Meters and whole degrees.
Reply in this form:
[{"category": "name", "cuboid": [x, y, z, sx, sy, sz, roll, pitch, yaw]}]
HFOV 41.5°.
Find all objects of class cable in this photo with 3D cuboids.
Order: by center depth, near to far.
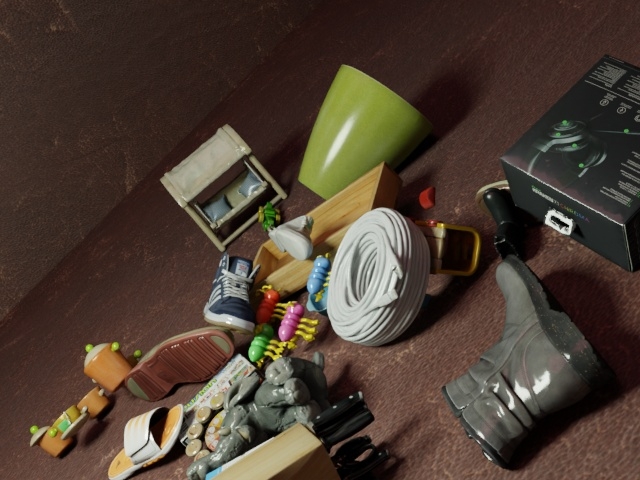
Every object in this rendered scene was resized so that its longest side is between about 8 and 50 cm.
[{"category": "cable", "cuboid": [0.103, 0.066, 1.562, 0.257, 0.089, 0.257, -51, 31, 43]}]

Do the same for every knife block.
[{"category": "knife block", "cuboid": [-0.038, 0.328, 1.248, 0.088, 0.275, 0.242, 21, 92, 64]}]

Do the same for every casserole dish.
[{"category": "casserole dish", "cuboid": [0.055, 0.094, 1.767, 0.188, 0.037, 0.114, -38, 23, 1]}]

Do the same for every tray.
[{"category": "tray", "cuboid": [0.000, 0.000, 1.913, 0.410, 0.076, 0.203, -34, 23, 33]}]

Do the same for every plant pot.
[{"category": "plant pot", "cuboid": [0.082, -0.231, 2.073, 0.294, 0.274, 0.275, -55, 24, 3]}]

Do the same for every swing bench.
[{"category": "swing bench", "cuboid": [-0.280, -0.155, 2.427, 0.253, 0.255, 0.165, -41, 24, -3]}]

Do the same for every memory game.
[{"category": "memory game", "cuboid": [-0.183, 0.358, 1.625, 0.186, 0.012, 0.186, -21, 40, 19]}]

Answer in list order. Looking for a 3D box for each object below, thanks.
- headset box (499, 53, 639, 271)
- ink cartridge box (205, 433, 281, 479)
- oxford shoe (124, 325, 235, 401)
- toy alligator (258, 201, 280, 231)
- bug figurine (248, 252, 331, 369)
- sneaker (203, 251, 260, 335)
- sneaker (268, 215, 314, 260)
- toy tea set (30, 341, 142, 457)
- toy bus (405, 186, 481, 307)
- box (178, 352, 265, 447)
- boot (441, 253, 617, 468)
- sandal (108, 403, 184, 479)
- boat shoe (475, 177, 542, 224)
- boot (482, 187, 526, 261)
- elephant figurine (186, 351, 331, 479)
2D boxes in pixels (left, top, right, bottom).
[{"category": "headset box", "cuboid": [0.463, -0.121, 1.330, 0.283, 0.131, 0.246, -44, 49, -11]}, {"category": "ink cartridge box", "cuboid": [-0.087, 0.390, 1.361, 0.180, 0.104, 0.060, -32, 24, 17]}, {"category": "oxford shoe", "cuboid": [-0.308, 0.248, 1.903, 0.348, 0.123, 0.130, -26, 22, 36]}, {"category": "toy alligator", "cuboid": [-0.140, -0.046, 2.291, 0.190, 0.056, 0.051, -102, 23, -63]}, {"category": "bug figurine", "cuboid": [-0.070, 0.145, 1.744, 0.279, 0.072, 0.216, -34, 28, 44]}, {"category": "sneaker", "cuboid": [-0.181, 0.111, 1.808, 0.153, 0.099, 0.282, -68, 15, -4]}, {"category": "sneaker", "cuboid": [-0.047, -0.017, 1.833, 0.094, 0.080, 0.212, -37, 17, -10]}, {"category": "toy tea set", "cuboid": [-0.574, 0.367, 2.021, 0.336, 0.124, 0.200, -46, -4, -12]}, {"category": "toy bus", "cuboid": [0.219, 0.013, 1.582, 0.191, 0.104, 0.202, 118, 151, -44]}, {"category": "box", "cuboid": [-0.215, 0.330, 1.742, 0.207, 0.036, 0.114, -44, 24, -10]}, {"category": "boot", "cuboid": [0.266, 0.163, 1.249, 0.222, 0.118, 0.338, -40, 19, 11]}, {"category": "sandal", "cuboid": [-0.378, 0.415, 1.731, 0.265, 0.076, 0.102, -40, 29, 28]}, {"category": "boat shoe", "cuboid": [0.408, -0.092, 1.521, 0.257, 0.095, 0.095, -1, 40, 38]}, {"category": "boot", "cuboid": [0.321, -0.023, 1.487, 0.045, 0.121, 0.099, -25, 21, 34]}, {"category": "elephant figurine", "cuboid": [-0.108, 0.305, 1.474, 0.239, 0.186, 0.169, -32, 59, 19]}]
